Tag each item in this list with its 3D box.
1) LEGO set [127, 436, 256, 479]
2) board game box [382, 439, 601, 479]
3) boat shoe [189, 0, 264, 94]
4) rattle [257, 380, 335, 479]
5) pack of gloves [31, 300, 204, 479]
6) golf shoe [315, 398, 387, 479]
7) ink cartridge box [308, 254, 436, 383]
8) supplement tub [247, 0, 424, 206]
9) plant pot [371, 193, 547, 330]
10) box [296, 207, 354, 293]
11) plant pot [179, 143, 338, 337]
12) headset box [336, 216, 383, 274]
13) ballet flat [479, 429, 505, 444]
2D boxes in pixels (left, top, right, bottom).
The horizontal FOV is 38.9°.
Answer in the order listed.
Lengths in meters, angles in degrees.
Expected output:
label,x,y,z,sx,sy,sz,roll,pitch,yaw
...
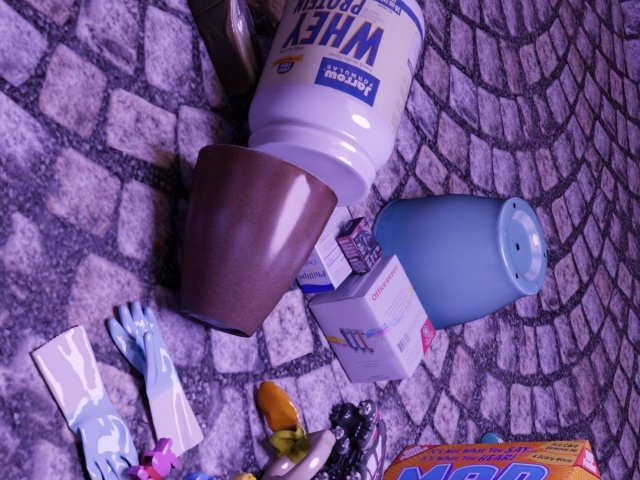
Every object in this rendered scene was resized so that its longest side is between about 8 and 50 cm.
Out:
label,x,y,z,sx,sy,sz,roll,pitch,yaw
LEGO set,-0.144,0.341,1.216,0.227,0.087,0.093,58,44,-33
board game box,0.266,0.574,1.463,0.356,0.356,0.356,-35,108,-50
boat shoe,-0.145,-0.346,1.433,0.073,0.080,0.223,-37,115,-55
rattle,-0.078,0.319,1.309,0.200,0.130,0.143,-41,113,-38
pack of gloves,-0.245,0.204,1.181,0.195,0.046,0.232,-33,106,-51
golf shoe,0.055,0.393,1.461,0.120,0.105,0.273,55,43,-36
ink cartridge box,0.090,0.134,1.549,0.128,0.127,0.176,-49,118,-45
supplement tub,0.021,-0.241,1.437,0.235,0.235,0.325,36,61,-41
plant pot,0.273,0.032,1.704,0.271,0.255,0.271,17,68,-48
box,0.000,0.000,1.518,0.126,0.072,0.137,-44,114,-48
plant pot,-0.113,0.013,1.295,0.215,0.215,0.230,33,71,-42
headset box,0.065,0.005,1.513,0.083,0.032,0.062,60,40,-20
ballet flat,0.365,0.483,1.846,0.074,0.074,0.203,-4,90,-52
